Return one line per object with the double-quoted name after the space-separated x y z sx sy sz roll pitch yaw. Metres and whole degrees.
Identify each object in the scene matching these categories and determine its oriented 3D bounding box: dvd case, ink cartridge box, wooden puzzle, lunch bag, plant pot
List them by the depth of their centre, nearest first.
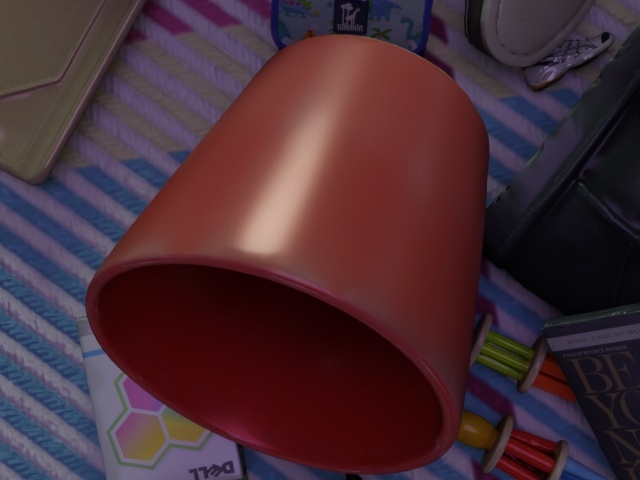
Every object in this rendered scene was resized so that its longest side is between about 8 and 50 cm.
0.000 0.000 0.822 0.275 0.275 0.243 20 58 3 "plant pot"
0.283 0.142 0.843 0.018 0.164 0.221 -43 110 -44 "dvd case"
0.026 -0.196 0.905 0.129 0.151 0.096 3 84 1 "lunch bag"
-0.123 0.155 0.917 0.109 0.062 0.209 -11 85 -1 "ink cartridge box"
-0.284 -0.191 0.970 0.239 0.044 0.221 28 86 8 "wooden puzzle"

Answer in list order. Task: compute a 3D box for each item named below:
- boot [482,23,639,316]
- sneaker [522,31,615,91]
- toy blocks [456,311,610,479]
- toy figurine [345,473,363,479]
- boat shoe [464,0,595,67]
0.395 0.008 0.859 0.445 0.146 0.367 40 106 9 "boot"
0.211 -0.162 0.958 0.083 0.032 0.037 -29 84 -2 "sneaker"
0.178 0.143 0.917 0.148 0.054 0.123 25 83 2 "toy blocks"
0.027 0.296 0.827 0.148 0.209 0.213 -44 84 3 "toy figurine"
0.193 -0.299 0.941 0.117 0.097 0.324 22 88 -37 "boat shoe"
